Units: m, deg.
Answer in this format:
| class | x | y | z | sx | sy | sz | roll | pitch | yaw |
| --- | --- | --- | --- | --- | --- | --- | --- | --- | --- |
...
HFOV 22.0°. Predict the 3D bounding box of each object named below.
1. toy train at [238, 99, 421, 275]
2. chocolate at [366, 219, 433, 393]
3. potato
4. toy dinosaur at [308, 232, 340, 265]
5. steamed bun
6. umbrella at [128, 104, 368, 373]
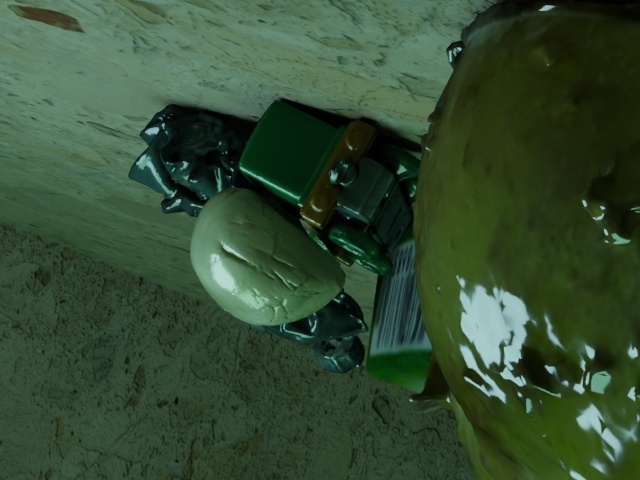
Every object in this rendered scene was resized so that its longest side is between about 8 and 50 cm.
| class | x | y | z | sx | sy | sz | roll | pitch | yaw |
| --- | --- | --- | --- | --- | --- | --- | --- | --- | --- |
| toy train | 0.012 | -0.044 | 1.330 | 0.136 | 0.091 | 0.228 | 28 | 175 | 11 |
| chocolate | 0.227 | 0.093 | 1.458 | 0.341 | 0.161 | 0.360 | 21 | 172 | -7 |
| potato | 0.213 | 0.077 | 0.888 | 0.385 | 0.319 | 0.442 | 17 | 170 | 5 |
| toy dinosaur | 0.001 | 0.000 | 1.887 | 0.119 | 0.029 | 0.060 | 24 | 157 | 3 |
| steamed bun | -0.050 | 0.021 | 1.340 | 0.130 | 0.091 | 0.112 | 41 | 175 | -23 |
| umbrella | -0.050 | 0.019 | 1.514 | 0.143 | 0.094 | 0.349 | 30 | 159 | 43 |
